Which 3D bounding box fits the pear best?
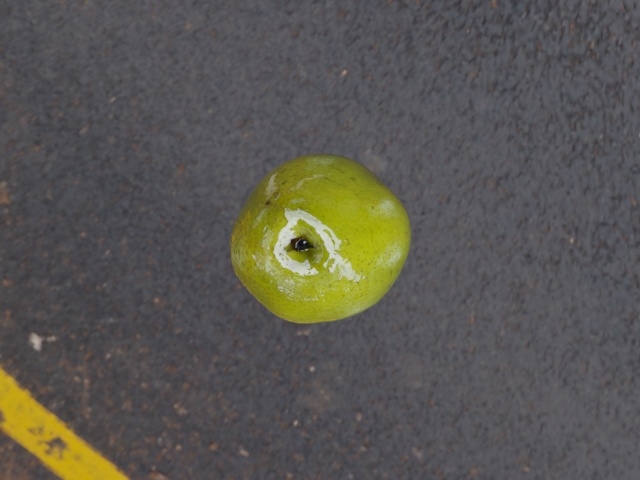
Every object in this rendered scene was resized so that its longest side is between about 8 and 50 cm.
[{"bbox_3d":[0.000,0.001,1.125,0.198,0.198,0.198,8,121,14],"label":"pear"}]
